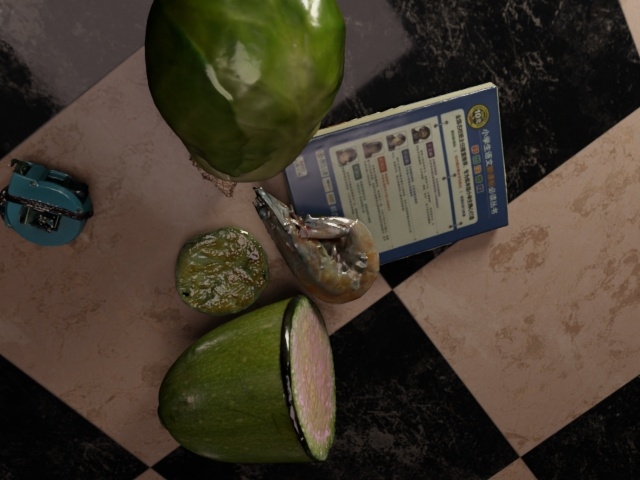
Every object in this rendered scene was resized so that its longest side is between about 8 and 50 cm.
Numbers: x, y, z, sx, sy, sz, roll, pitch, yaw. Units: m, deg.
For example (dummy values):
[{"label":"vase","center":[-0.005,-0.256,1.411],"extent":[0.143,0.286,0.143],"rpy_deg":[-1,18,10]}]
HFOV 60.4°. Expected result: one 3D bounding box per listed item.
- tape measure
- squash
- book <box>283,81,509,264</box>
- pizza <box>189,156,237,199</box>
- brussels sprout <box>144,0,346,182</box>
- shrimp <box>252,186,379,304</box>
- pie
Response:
[{"label":"tape measure","center":[-0.458,-0.056,0.921],"extent":[0.146,0.081,0.125],"rpy_deg":[18,118,-19]},{"label":"squash","center":[-0.150,0.275,1.058],"extent":[0.308,0.310,0.311],"rpy_deg":[-10,116,15]},{"label":"book","center":[0.154,-0.103,1.063],"extent":[0.427,0.039,0.300],"rpy_deg":[-16,115,-6]},{"label":"pizza","center":[-0.184,-0.135,0.982],"extent":[0.099,0.029,0.100],"rpy_deg":[19,105,-11]},{"label":"brussels sprout","center":[-0.113,-0.253,0.810],"extent":[0.281,0.289,0.355],"rpy_deg":[-10,138,-20]},{"label":"shrimp","center":[0.000,0.000,1.022],"extent":[0.164,0.062,0.317],"rpy_deg":[-40,119,2]},{"label":"pie","center":[-0.187,0.060,1.053],"extent":[0.186,0.041,0.187],"rpy_deg":[-4,113,-11]}]
